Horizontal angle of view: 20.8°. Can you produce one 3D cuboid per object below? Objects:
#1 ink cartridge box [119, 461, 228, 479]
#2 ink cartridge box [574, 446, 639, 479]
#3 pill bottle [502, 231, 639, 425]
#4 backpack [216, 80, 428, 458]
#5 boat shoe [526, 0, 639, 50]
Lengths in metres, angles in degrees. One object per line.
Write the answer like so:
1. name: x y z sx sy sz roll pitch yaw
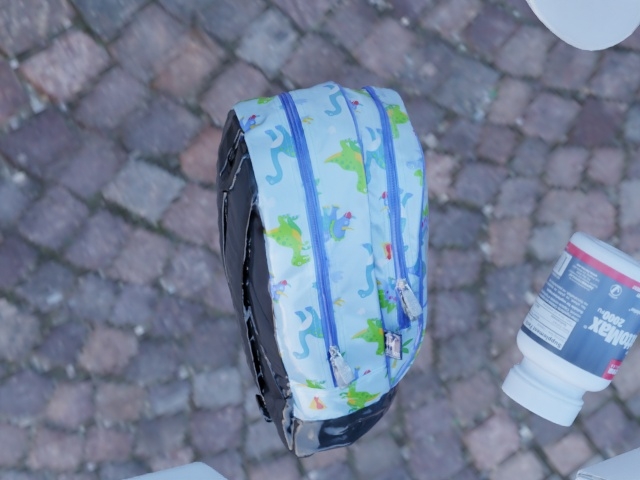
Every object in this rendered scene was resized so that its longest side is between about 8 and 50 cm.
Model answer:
1. ink cartridge box: -0.172 0.317 1.142 0.285 0.166 0.395 -56 162 10
2. ink cartridge box: 0.438 0.314 1.933 0.273 0.115 0.198 -17 101 -22
3. pill bottle: 0.263 0.092 1.780 0.108 0.108 0.180 23 100 -33
4. backpack: 0.000 0.000 1.829 0.273 0.290 0.355 -19 129 7
5. boat shoe: 0.190 -0.340 1.533 0.127 0.158 0.340 -21 117 11
